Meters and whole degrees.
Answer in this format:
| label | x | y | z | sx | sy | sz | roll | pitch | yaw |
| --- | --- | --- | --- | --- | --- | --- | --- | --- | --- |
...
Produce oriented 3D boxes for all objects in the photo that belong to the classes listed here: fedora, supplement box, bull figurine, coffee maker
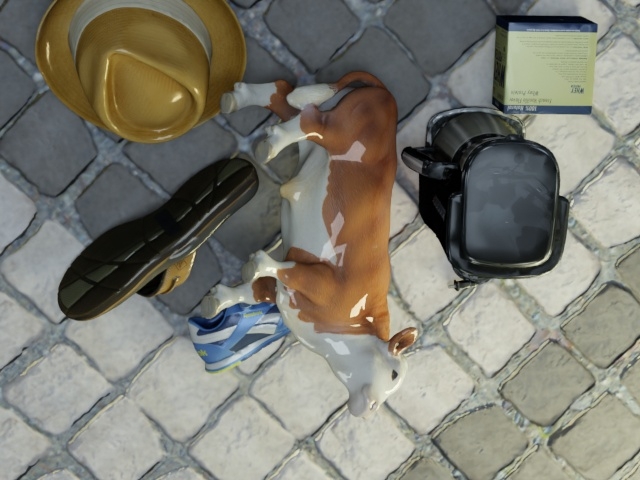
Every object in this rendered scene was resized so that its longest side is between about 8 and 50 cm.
| label | x | y | z | sx | sy | sz | roll | pitch | yaw |
| --- | --- | --- | --- | --- | --- | --- | --- | --- | --- |
| fedora | -0.152 | -0.145 | 1.434 | 0.194 | 0.079 | 0.194 | -5 | 135 | -6 |
| supplement box | 0.202 | -0.159 | 1.511 | 0.083 | 0.056 | 0.083 | 0 | 104 | -6 |
| bull figurine | 0.000 | 0.000 | 1.470 | 0.188 | 0.101 | 0.310 | 8 | 80 | -39 |
| coffee maker | 0.155 | -0.023 | 1.479 | 0.120 | 0.178 | 0.171 | -20 | 106 | 1 |

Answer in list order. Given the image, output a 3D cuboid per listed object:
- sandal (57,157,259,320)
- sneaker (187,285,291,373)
| label | x | y | z | sx | sy | sz | roll | pitch | yaw |
| --- | --- | --- | --- | --- | --- | --- | --- | --- | --- |
| sandal | -0.141 | 0.008 | 1.520 | 0.219 | 0.090 | 0.060 | -38 | 127 | -2 |
| sneaker | -0.059 | 0.065 | 1.548 | 0.144 | 0.053 | 0.059 | -33 | 103 | 2 |
